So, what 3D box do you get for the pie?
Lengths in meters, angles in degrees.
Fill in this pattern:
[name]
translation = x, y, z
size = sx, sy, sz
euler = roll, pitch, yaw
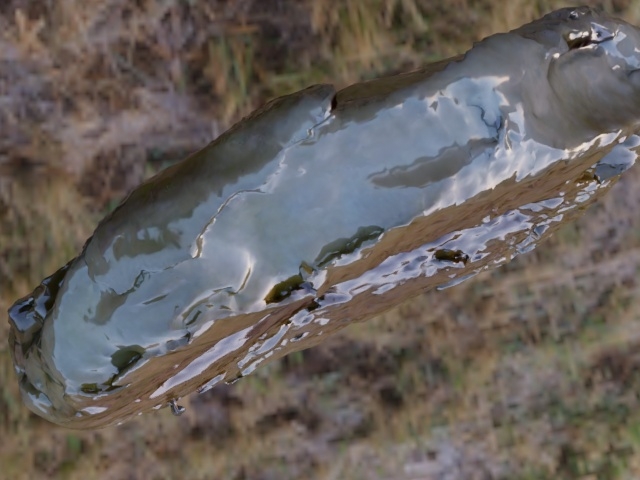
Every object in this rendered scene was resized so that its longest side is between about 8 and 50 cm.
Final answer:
[pie]
translation = 0.000, 0.000, 0.458
size = 0.195, 0.046, 0.195
euler = -24, 171, -4
